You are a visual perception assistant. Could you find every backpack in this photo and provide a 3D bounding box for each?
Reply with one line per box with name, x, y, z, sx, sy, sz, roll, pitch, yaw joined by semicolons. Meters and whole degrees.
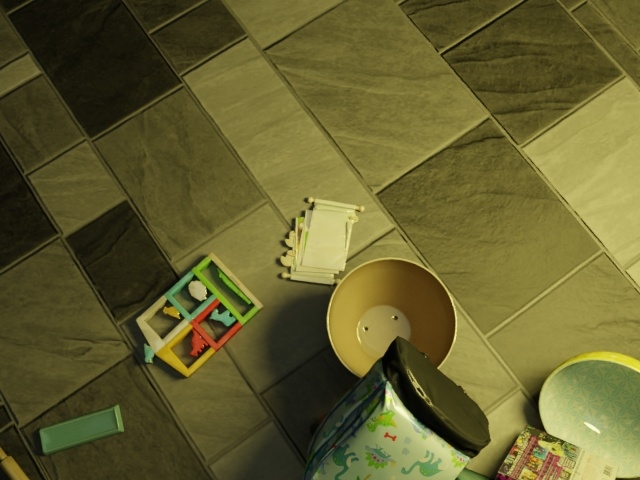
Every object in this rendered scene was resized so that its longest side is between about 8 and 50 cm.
backpack;0.121;0.422;1.321;0.355;0.273;0.290;-39;103;25

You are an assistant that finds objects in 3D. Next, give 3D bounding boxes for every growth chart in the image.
growth chart;0.000;0.000;1.670;0.172;0.021;0.237;15;75;5

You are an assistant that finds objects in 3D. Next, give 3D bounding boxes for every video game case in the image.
video game case;0.500;0.493;1.391;0.210;0.232;0.041;21;111;26

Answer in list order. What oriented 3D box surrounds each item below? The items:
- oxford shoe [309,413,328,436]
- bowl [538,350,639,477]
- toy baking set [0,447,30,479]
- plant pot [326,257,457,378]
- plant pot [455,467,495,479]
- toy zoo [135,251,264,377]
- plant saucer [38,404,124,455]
oxford shoe;0.065;0.489;1.511;0.076;0.076;0.212;-28;85;-48
bowl;0.654;0.362;1.483;0.289;0.289;0.156;45;36;11
toy baking set;-0.769;0.572;1.503;0.197;0.030;0.256;-38;78;-10
plant pot;0.155;0.198;1.526;0.284;0.191;0.284;0;75;0
plant pot;0.312;0.571;1.398;0.166;0.234;0.165;20;75;5
toy zoo;-0.309;0.194;1.610;0.293;0.030;0.192;-44;79;-11
plant saucer;-0.561;0.443;1.547;0.192;0.018;0.067;-16;75;-5
